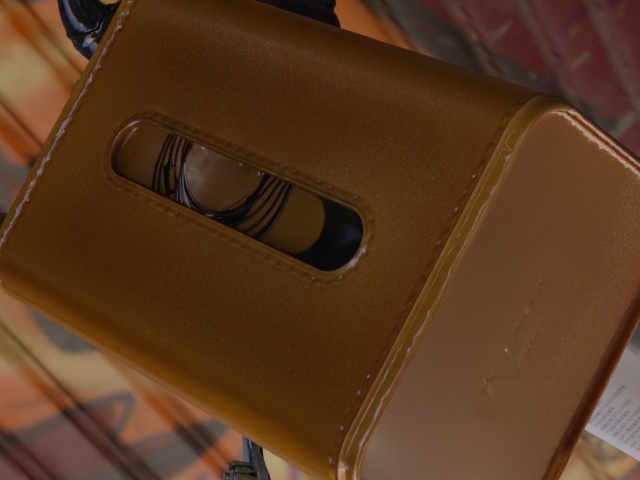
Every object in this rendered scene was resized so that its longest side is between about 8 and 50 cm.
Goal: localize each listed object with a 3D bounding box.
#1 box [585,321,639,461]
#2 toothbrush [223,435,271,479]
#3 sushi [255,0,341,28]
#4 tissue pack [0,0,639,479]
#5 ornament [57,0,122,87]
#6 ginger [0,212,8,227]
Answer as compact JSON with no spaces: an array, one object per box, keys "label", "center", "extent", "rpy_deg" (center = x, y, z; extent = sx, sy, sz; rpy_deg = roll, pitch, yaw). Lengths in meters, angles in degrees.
[{"label":"box","center":[0.277,0.061,1.801],"extent":[0.341,0.225,0.143],"rpy_deg":[29,131,-2]},{"label":"toothbrush","center":[-0.067,0.026,1.230],"extent":[0.035,0.413,0.042],"rpy_deg":[-15,163,38]},{"label":"sushi","center":[-0.062,-0.118,1.787],"extent":[0.211,0.171,0.350],"rpy_deg":[-17,79,49]},{"label":"tissue pack","center":[0.000,0.000,0.791],"extent":[0.274,0.194,0.145],"rpy_deg":[24,173,42]},{"label":"ornament","center":[-0.201,-0.266,1.529],"extent":[0.236,0.202,0.080],"rpy_deg":[56,-155,-20]},{"label":"ginger","center":[-0.299,-0.009,1.419],"extent":[0.137,0.057,0.044],"rpy_deg":[12,150,-11]}]
